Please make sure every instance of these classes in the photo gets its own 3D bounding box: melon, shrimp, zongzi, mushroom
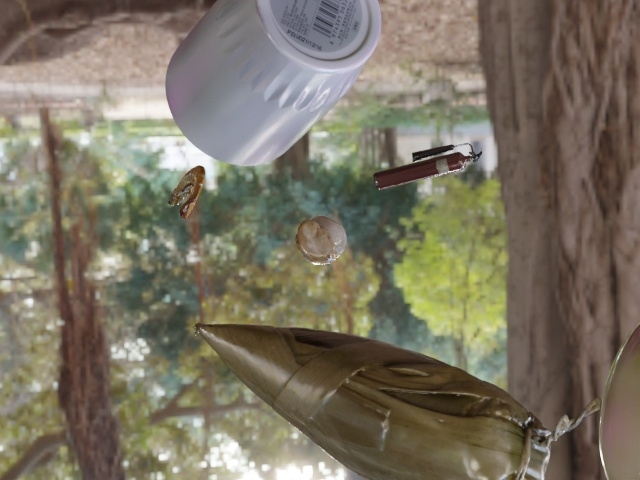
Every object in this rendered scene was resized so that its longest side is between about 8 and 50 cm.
[{"bbox_3d":[0.498,0.233,1.435,0.223,0.317,0.223,17,174,2],"label":"melon"},{"bbox_3d":[-0.217,-0.069,1.677,0.025,0.091,0.127,22,151,-23],"label":"shrimp"},{"bbox_3d":[0.075,0.244,1.523,0.466,0.218,0.500,22,170,-20],"label":"zongzi"},{"bbox_3d":[0.001,-0.001,2.066,0.088,0.097,0.212,-3,-178,11],"label":"mushroom"}]

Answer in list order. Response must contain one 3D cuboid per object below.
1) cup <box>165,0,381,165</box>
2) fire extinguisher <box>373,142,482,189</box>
[{"bbox_3d":[-0.076,-0.288,1.653,0.253,0.253,0.371,-4,167,-26],"label":"cup"},{"bbox_3d":[0.165,-0.117,1.611,0.173,0.035,0.049,-13,-145,16],"label":"fire extinguisher"}]
